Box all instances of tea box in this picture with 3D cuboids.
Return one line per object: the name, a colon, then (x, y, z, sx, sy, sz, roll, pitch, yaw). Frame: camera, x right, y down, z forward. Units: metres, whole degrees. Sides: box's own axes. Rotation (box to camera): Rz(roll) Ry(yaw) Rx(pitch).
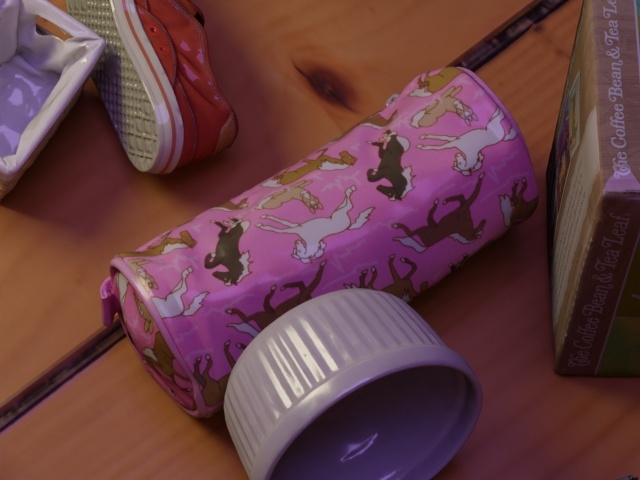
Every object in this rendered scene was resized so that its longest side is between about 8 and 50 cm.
tea box: (0.364, -0.046, 1.592, 0.323, 0.329, 0.220, 1, 61, 1)

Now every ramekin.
ramekin: (0.019, 0.134, 1.565, 0.207, 0.207, 0.109, -25, 54, -14)

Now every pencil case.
pencil case: (0.000, 0.000, 1.662, 0.386, 0.167, 0.160, -32, 108, -17)

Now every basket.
basket: (-0.289, -0.132, 1.749, 0.113, 0.103, 0.167, 33, 66, -1)

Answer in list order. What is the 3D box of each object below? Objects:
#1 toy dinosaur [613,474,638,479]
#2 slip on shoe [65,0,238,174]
toy dinosaur: (0.216, 0.301, 1.527, 0.322, 0.164, 0.218, -33, 47, 13)
slip on shoe: (-0.167, -0.206, 1.808, 0.101, 0.123, 0.331, -6, 58, -30)
